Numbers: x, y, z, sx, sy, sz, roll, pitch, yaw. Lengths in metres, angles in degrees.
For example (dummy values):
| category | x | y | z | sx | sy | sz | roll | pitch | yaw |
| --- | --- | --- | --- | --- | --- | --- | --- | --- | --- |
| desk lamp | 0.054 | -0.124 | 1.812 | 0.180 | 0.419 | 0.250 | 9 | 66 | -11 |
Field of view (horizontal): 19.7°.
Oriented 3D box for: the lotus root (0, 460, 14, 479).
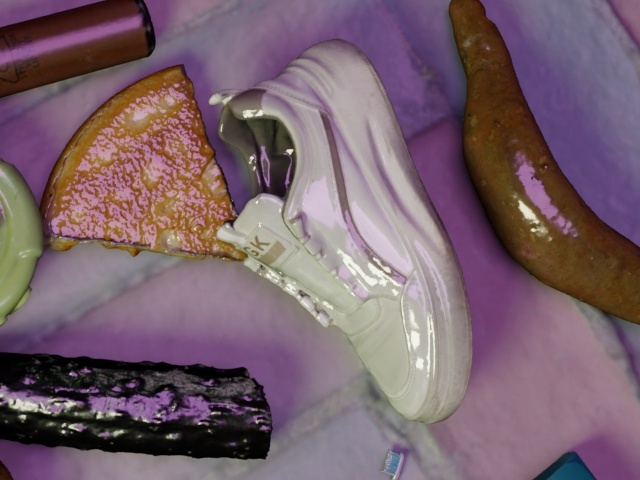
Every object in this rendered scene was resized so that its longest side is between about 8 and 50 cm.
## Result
| category | x | y | z | sx | sy | sz | roll | pitch | yaw |
| --- | --- | --- | --- | --- | --- | --- | --- | --- | --- |
| lotus root | -0.311 | 0.193 | 1.340 | 0.260 | 0.128 | 0.145 | 33 | 109 | -1 |

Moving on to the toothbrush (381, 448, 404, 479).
| category | x | y | z | sx | sy | sz | roll | pitch | yaw |
| --- | --- | --- | --- | --- | --- | --- | --- | --- | --- |
| toothbrush | 0.034 | 0.242 | 1.457 | 0.017 | 0.014 | 0.162 | 25 | 76 | -20 |

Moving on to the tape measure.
| category | x | y | z | sx | sy | sz | roll | pitch | yaw |
| --- | --- | --- | --- | --- | --- | --- | --- | --- | --- |
| tape measure | -0.296 | -0.004 | 1.384 | 0.175 | 0.106 | 0.200 | -15 | 77 | -29 |

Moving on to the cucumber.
| category | x | y | z | sx | sy | sz | roll | pitch | yaw |
| --- | --- | --- | --- | --- | --- | --- | --- | --- | --- |
| cucumber | -0.186 | 0.124 | 1.407 | 0.303 | 0.081 | 0.072 | 5 | 102 | -10 |

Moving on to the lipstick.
| category | x | y | z | sx | sy | sz | roll | pitch | yaw |
| --- | --- | --- | --- | --- | --- | --- | --- | --- | --- |
| lipstick | -0.304 | -0.125 | 1.442 | 0.357 | 0.057 | 0.057 | -17 | 83 | -13 |

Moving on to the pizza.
| category | x | y | z | sx | sy | sz | roll | pitch | yaw |
| --- | --- | --- | --- | --- | --- | --- | --- | --- | --- |
| pizza | -0.120 | -0.045 | 1.472 | 0.176 | 0.036 | 0.184 | 28 | 73 | -7 |

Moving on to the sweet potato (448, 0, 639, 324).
| category | x | y | z | sx | sy | sz | roll | pitch | yaw |
| --- | --- | --- | --- | --- | --- | --- | --- | --- | --- |
| sweet potato | 0.179 | -0.044 | 1.509 | 0.108 | 0.079 | 0.346 | -28 | 84 | -43 |

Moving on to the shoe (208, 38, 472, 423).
| category | x | y | z | sx | sy | sz | roll | pitch | yaw |
| --- | --- | --- | --- | --- | --- | --- | --- | --- | --- |
| shoe | 0.000 | 0.000 | 1.429 | 0.159 | 0.124 | 0.316 | -11 | 75 | -28 |

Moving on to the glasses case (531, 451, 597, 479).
| category | x | y | z | sx | sy | sz | roll | pitch | yaw |
| --- | --- | --- | --- | --- | --- | --- | --- | --- | --- |
| glasses case | 0.251 | 0.318 | 1.456 | 0.117 | 0.070 | 0.301 | -37 | 86 | -15 |
